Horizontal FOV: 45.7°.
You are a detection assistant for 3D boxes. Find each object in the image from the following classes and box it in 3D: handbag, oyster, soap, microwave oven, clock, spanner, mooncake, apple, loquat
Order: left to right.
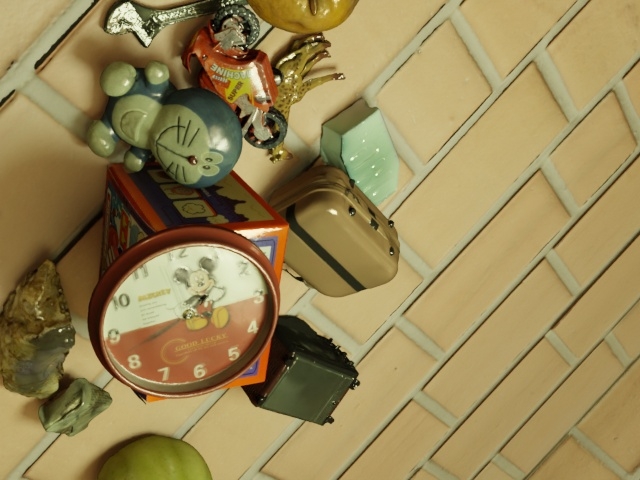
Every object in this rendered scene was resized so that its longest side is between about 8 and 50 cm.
[{"bbox_3d":[-0.548,0.195,1.467,0.166,0.110,0.341,14,122,-32],"label":"oyster"},{"bbox_3d":[-0.516,0.349,1.599,0.130,0.073,0.125,-36,157,-4],"label":"mooncake"},{"bbox_3d":[-0.372,0.583,1.735,0.279,0.279,0.279,-16,125,-24],"label":"apple"},{"bbox_3d":[-0.216,0.118,1.239,0.318,0.080,0.319,-10,119,-18],"label":"clock"},{"bbox_3d":[-0.233,-0.415,1.364,0.325,0.026,0.093,-22,126,-22],"label":"spanner"},{"bbox_3d":[-0.058,0.307,1.810,0.247,0.178,0.188,29,102,-41],"label":"microwave oven"},{"bbox_3d":[-0.031,-0.463,1.322,0.238,0.238,0.193,-1,121,-32],"label":"loquat"},{"bbox_3d":[0.000,0.000,1.651,0.283,0.149,0.302,-21,136,28],"label":"handbag"},{"bbox_3d":[0.094,-0.174,1.674,0.145,0.091,0.230,-36,129,-9],"label":"soap"}]

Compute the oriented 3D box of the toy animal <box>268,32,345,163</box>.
[{"bbox_3d":[-0.053,-0.289,1.534,0.149,0.054,0.275,25,99,-43],"label":"toy animal"}]

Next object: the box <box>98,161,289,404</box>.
[{"bbox_3d":[-0.258,0.064,1.439,0.256,0.318,0.349,-6,121,-30],"label":"box"}]

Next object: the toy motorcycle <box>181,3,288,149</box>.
[{"bbox_3d":[-0.160,-0.296,1.410,0.171,0.089,0.298,-6,130,11],"label":"toy motorcycle"}]

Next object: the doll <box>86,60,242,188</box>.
[{"bbox_3d":[-0.264,-0.196,1.334,0.154,0.258,0.228,-47,167,-53],"label":"doll"}]
